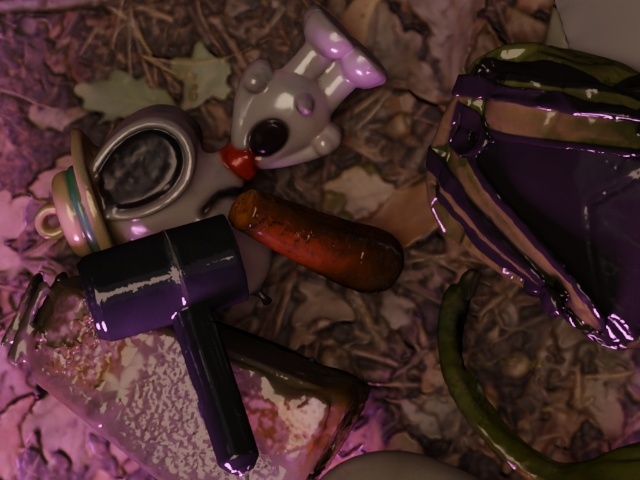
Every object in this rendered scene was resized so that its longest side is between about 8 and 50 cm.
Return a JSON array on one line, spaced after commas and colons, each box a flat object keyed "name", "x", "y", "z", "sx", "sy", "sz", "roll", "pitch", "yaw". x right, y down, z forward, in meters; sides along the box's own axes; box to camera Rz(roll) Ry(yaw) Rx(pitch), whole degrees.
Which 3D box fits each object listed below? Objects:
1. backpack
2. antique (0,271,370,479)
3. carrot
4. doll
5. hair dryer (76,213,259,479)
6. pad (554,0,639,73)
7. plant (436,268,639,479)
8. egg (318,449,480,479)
[{"name": "backpack", "x": 0.198, "y": -0.042, "z": 1.447, "sx": 0.253, "sy": 0.140, "sz": 0.207, "roll": 29, "pitch": 107, "yaw": 23}, {"name": "antique", "x": -0.119, "y": 0.116, "z": 1.531, "sx": 0.284, "sy": 0.125, "sz": 0.150, "roll": 29, "pitch": 96, "yaw": 11}, {"name": "carrot", "x": 0.000, "y": 0.000, "z": 1.497, "sx": 0.055, "sy": 0.161, "sz": 0.055, "roll": -24, "pitch": 55, "yaw": 41}, {"name": "doll", "x": -0.089, "y": -0.083, "z": 1.530, "sx": 0.208, "sy": 0.144, "sz": 0.271, "roll": 26, "pitch": 99, "yaw": -10}, {"name": "hair dryer", "x": -0.097, "y": 0.095, "z": 1.429, "sx": 0.124, "sy": 0.071, "sz": 0.219, "roll": -19, "pitch": 73, "yaw": -7}, {"name": "pad", "x": 0.289, "y": -0.121, "z": 1.491, "sx": 0.159, "sy": 0.009, "sz": 0.265, "roll": -17, "pitch": 88, "yaw": 18}, {"name": "plant", "x": 0.195, "y": 0.206, "z": 1.451, "sx": 0.333, "sy": 0.180, "sz": 0.251, "roll": 23, "pitch": 50, "yaw": 26}, {"name": "egg", "x": 0.082, "y": 0.249, "z": 1.476, "sx": 0.209, "sy": 0.151, "sz": 0.151, "roll": 25, "pitch": 96, "yaw": -2}]
